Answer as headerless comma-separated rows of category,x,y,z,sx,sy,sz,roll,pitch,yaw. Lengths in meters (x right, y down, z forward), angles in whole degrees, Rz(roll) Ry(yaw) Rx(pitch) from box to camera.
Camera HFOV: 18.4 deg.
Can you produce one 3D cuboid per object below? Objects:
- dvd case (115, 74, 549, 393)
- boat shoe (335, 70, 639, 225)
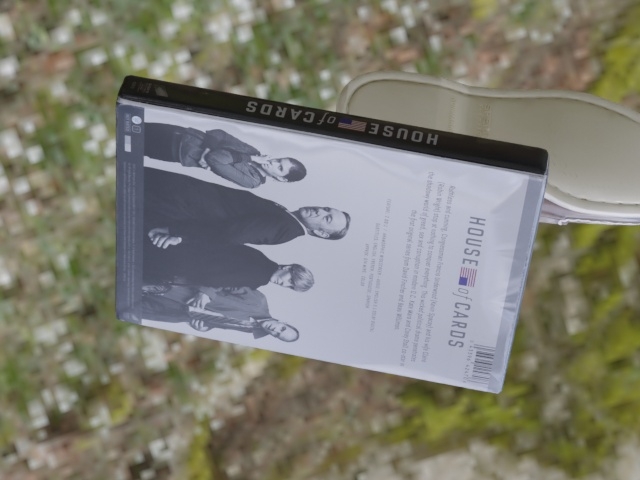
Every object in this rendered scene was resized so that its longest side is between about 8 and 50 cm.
dvd case,0.000,0.000,1.131,0.239,0.179,0.029,10,-136,4
boat shoe,0.171,-0.069,1.762,0.324,0.116,0.096,10,152,1
